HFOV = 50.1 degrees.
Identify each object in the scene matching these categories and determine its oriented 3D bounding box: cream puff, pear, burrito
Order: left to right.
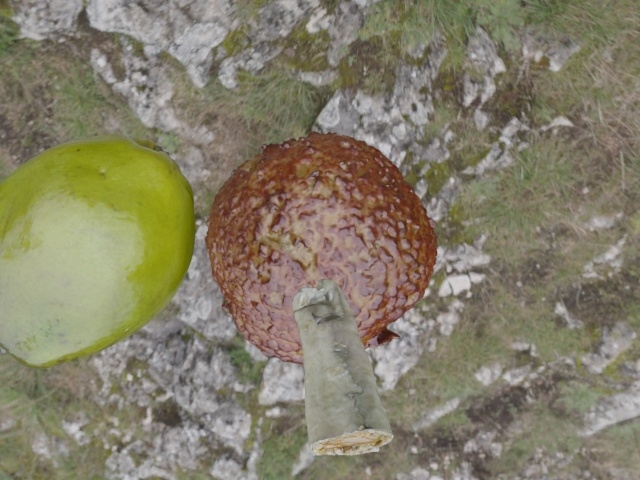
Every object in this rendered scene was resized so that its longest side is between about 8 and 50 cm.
[{"bbox_3d":[-0.248,0.007,0.724,0.212,0.212,0.269,40,80,-15],"label":"pear"},{"bbox_3d":[0.005,0.000,0.960,0.350,0.350,0.229,18,161,-4],"label":"cream puff"},{"bbox_3d":[0.014,0.124,0.672,0.060,0.226,0.087,31,115,-28],"label":"burrito"}]
